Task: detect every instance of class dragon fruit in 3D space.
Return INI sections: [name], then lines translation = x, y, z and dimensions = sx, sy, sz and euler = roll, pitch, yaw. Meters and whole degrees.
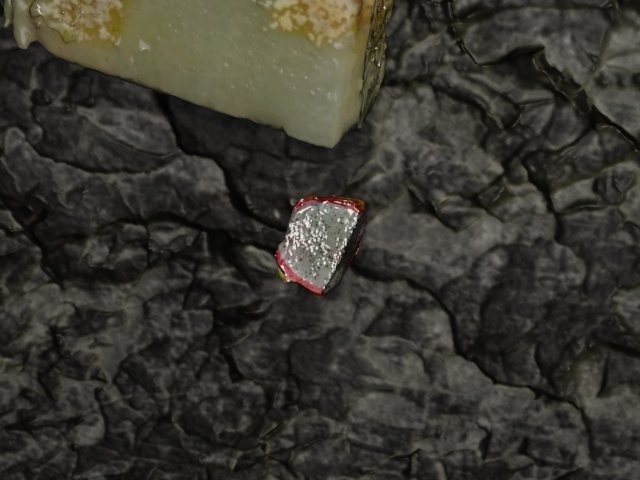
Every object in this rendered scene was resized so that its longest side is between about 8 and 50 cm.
[dragon fruit]
translation = 0.000, 0.000, 1.510
dimensions = 0.056, 0.060, 0.083
euler = 21, 93, 12

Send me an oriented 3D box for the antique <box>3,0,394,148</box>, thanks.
[antique]
translation = -0.091, -0.178, 1.404
dimensions = 0.284, 0.125, 0.150
euler = 11, 118, 10
